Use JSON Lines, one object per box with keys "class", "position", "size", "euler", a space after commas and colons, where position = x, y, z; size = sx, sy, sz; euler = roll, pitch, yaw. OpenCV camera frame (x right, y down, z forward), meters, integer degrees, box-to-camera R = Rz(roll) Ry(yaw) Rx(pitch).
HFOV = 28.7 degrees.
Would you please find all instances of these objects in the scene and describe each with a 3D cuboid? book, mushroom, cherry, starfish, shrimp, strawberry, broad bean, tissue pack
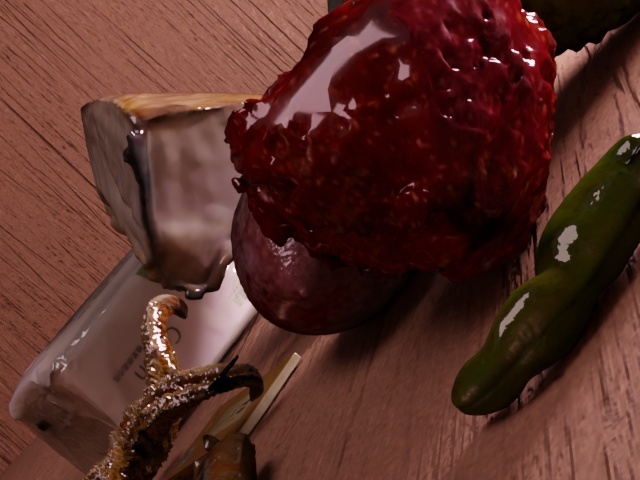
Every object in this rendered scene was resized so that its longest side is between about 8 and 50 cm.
{"class": "book", "position": [-0.092, 0.187, 1.295], "size": [0.172, 0.012, 0.118], "euler": [-39, 11, 49]}
{"class": "mushroom", "position": [-0.129, -0.094, 1.529], "size": [0.314, 0.224, 0.397], "euler": [-15, 16, -21]}
{"class": "cherry", "position": [0.000, 0.000, 1.132], "size": [0.192, 0.175, 0.249], "euler": [-55, 6, 19]}
{"class": "starfish", "position": [-0.172, 0.193, 1.276], "size": [0.303, 0.113, 0.312], "euler": [-46, 21, 42]}
{"class": "shrimp", "position": [-0.101, 0.222, 1.005], "size": [0.132, 0.052, 0.187], "euler": [-43, 11, 29]}
{"class": "strawberry", "position": [0.072, -0.065, 0.922], "size": [0.274, 0.220, 0.274], "euler": [-23, -28, -13]}
{"class": "broad bean", "position": [0.146, 0.012, 0.713], "size": [0.213, 0.048, 0.070], "euler": [-51, 9, -9]}
{"class": "tissue pack", "position": [-0.239, 0.134, 1.720], "size": [0.356, 0.194, 0.266], "euler": [-53, 8, -32]}

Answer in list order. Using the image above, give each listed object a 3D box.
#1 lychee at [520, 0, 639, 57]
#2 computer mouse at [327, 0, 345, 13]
{"class": "lychee", "position": [0.226, -0.332, 1.185], "size": [0.270, 0.270, 0.320], "euler": [175, 115, -79]}
{"class": "computer mouse", "position": [0.079, -0.197, 1.136], "size": [0.114, 0.374, 0.203], "euler": [-20, 30, -27]}
